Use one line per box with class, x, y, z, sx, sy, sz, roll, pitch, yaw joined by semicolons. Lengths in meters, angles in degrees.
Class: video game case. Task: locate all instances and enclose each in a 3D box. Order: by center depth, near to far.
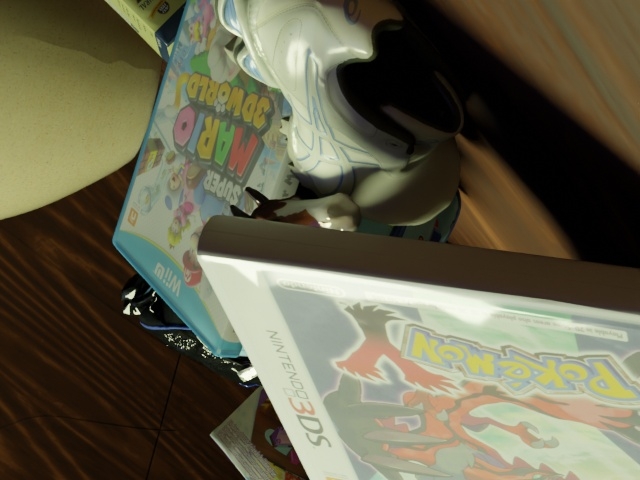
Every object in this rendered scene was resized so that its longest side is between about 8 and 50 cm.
video game case;0.069;0.065;0.602;0.201;0.023;0.183;7;145;23
video game case;-0.045;-0.047;0.726;0.015;0.166;0.119;5;-157;-36

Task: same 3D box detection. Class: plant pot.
plant pot;-0.212;-0.133;1.075;0.191;0.284;0.284;9;-171;-18

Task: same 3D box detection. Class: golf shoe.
golf shoe;0.025;-0.047;0.620;0.086;0.069;0.176;35;172;38

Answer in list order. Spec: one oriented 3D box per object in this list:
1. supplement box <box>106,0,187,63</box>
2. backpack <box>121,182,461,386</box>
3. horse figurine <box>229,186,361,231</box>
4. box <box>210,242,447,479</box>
supplement box;-0.090;-0.146;0.845;0.083;0.056;0.083;45;177;0
backpack;0.000;0.000;0.793;0.117;0.158;0.173;35;163;-20
horse figurine;0.093;0.069;0.680;0.174;0.066;0.263;-3;146;40
box;0.074;0.127;0.941;0.057;0.201;0.293;48;176;-34
